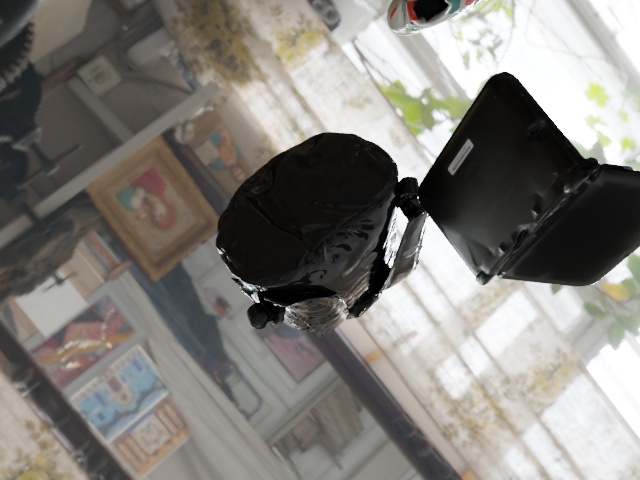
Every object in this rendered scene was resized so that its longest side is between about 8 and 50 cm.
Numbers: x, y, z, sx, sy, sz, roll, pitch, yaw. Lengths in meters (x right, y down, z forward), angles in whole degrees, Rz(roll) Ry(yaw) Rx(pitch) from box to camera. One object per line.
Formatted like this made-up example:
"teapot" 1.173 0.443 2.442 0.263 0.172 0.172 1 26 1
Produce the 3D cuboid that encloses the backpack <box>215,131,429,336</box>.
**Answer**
"backpack" 0.000 0.000 0.643 0.152 0.115 0.182 -34 160 -4

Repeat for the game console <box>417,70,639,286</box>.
"game console" 0.127 -0.029 0.469 0.071 0.107 0.122 -25 161 -28

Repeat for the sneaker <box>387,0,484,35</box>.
"sneaker" 0.111 -0.261 0.924 0.075 0.057 0.161 -28 -167 -31
